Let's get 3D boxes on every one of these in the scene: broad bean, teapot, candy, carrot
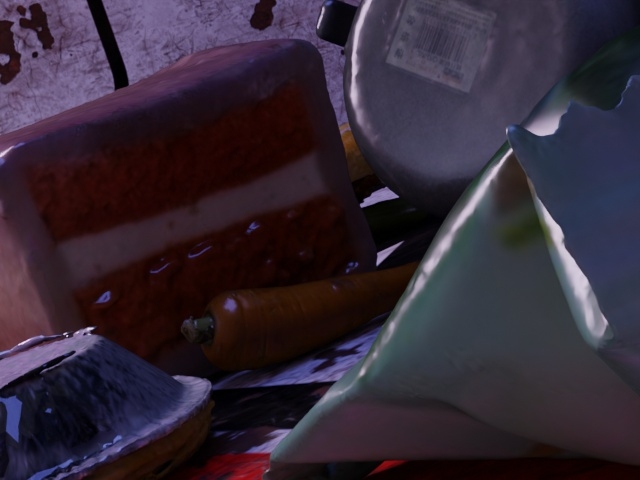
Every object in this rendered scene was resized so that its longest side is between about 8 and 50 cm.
[{"bbox_3d":[0.000,0.000,1.680,0.297,0.043,0.060,-20,-11,-14],"label":"broad bean"},{"bbox_3d":[0.149,-0.102,1.244,0.305,0.223,0.285,-13,-15,37],"label":"teapot"},{"bbox_3d":[0.123,0.022,0.693,0.263,0.172,0.398,-18,-7,-25],"label":"candy"},{"bbox_3d":[0.014,0.051,1.229,0.257,0.061,0.061,-11,2,-30],"label":"carrot"}]

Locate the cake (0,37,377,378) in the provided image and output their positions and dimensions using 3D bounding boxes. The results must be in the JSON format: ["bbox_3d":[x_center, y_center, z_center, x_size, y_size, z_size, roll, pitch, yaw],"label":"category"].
[{"bbox_3d":[-0.143,-0.008,1.308,0.309,0.237,0.230,-24,8,-29],"label":"cake"}]

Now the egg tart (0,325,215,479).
[{"bbox_3d":[-0.177,0.118,1.009,0.234,0.094,0.234,-18,9,3],"label":"egg tart"}]

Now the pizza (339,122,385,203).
[{"bbox_3d":[-0.018,-0.039,1.756,0.289,0.081,0.229,-30,-8,17],"label":"pizza"}]
